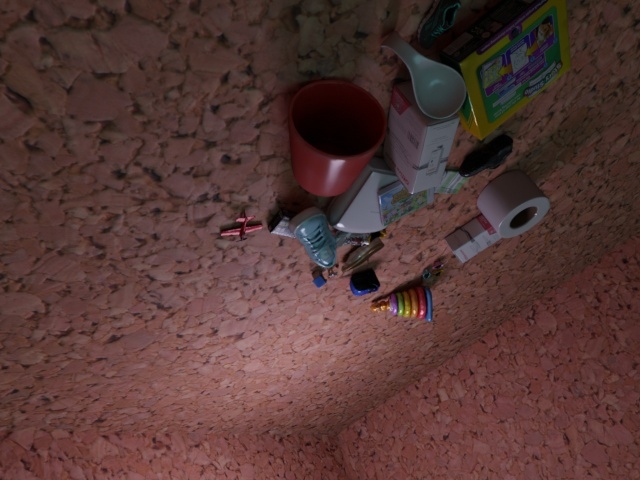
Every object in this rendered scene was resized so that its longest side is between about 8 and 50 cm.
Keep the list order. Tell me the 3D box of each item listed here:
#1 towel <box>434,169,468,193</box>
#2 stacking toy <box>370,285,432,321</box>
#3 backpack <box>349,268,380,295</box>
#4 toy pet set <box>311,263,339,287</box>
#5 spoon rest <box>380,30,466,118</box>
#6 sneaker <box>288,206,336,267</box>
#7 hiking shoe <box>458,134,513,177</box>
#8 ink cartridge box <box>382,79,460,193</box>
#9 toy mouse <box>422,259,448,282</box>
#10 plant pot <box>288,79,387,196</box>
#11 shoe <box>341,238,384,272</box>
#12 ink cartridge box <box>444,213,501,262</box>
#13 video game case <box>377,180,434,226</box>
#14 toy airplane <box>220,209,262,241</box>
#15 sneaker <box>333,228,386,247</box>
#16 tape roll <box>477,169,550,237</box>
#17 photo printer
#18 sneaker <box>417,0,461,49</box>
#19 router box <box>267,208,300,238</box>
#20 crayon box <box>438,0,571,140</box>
[{"bbox_3d":[0.508,-0.225,2.026,0.152,0.023,0.113,0,138,-33],"label":"towel"},{"bbox_3d":[0.394,0.316,2.565,0.302,0.165,0.175,-3,-176,-4],"label":"stacking toy"},{"bbox_3d":[0.190,0.199,2.304,0.120,0.098,0.101,-14,147,-19],"label":"backpack"},{"bbox_3d":[0.019,0.140,2.142,0.114,0.065,0.122,-37,144,14],"label":"toy pet set"},{"bbox_3d":[0.278,-0.447,1.400,0.276,0.084,0.137,42,103,-12],"label":"spoon rest"},{"bbox_3d":[0.000,0.000,1.815,0.135,0.150,0.366,-38,160,0],"label":"sneaker"},{"bbox_3d":[0.633,-0.294,1.961,0.227,0.086,0.114,-32,142,7],"label":"hiking shoe"},{"bbox_3d":[0.301,-0.319,1.607,0.117,0.207,0.283,-18,145,-15],"label":"ink cartridge box"},{"bbox_3d":[0.541,0.140,2.513,0.143,0.031,0.161,10,131,-41],"label":"toy mouse"},{"bbox_3d":[0.027,-0.269,1.469,0.275,0.274,0.243,-14,155,-18],"label":"plant pot"},{"bbox_3d":[0.167,0.058,2.150,0.219,0.058,0.077,-38,164,22],"label":"shoe"},{"bbox_3d":[0.696,-0.009,2.369,0.218,0.092,0.158,-37,144,11],"label":"ink cartridge box"},{"bbox_3d":[0.300,-0.151,1.799,0.212,0.023,0.193,-27,147,-5],"label":"video game case"},{"bbox_3d":[-0.258,-0.046,1.754,0.151,0.028,0.151,-19,145,-14],"label":"toy airplane"},{"bbox_3d":[0.148,-0.021,1.995,0.225,0.092,0.088,-20,145,-8],"label":"sneaker"},{"bbox_3d":[0.810,-0.152,2.188,0.246,0.169,0.246,-18,144,-14],"label":"tape roll"},{"bbox_3d":[0.178,-0.147,1.837,0.256,0.107,0.307,4,135,-36],"label":"photo printer"},{"bbox_3d":[0.319,-0.584,1.390,0.065,0.076,0.166,-5,140,-27],"label":"sneaker"},{"bbox_3d":[-0.111,-0.058,1.825,0.122,0.038,0.092,11,130,-42],"label":"router box"},{"bbox_3d":[0.549,-0.526,1.516,0.363,0.106,0.313,-39,139,0],"label":"crayon box"}]
